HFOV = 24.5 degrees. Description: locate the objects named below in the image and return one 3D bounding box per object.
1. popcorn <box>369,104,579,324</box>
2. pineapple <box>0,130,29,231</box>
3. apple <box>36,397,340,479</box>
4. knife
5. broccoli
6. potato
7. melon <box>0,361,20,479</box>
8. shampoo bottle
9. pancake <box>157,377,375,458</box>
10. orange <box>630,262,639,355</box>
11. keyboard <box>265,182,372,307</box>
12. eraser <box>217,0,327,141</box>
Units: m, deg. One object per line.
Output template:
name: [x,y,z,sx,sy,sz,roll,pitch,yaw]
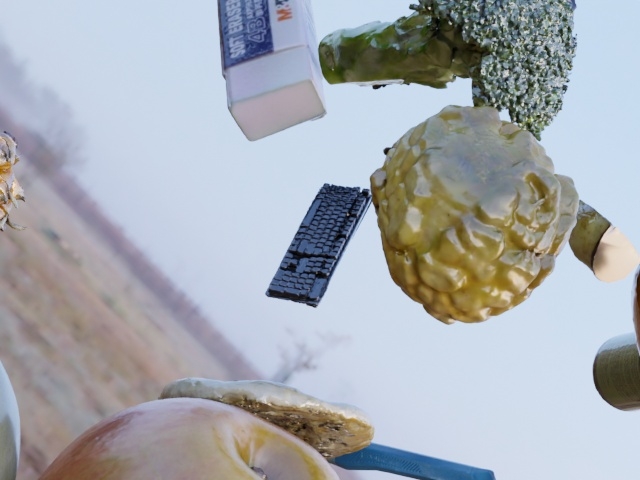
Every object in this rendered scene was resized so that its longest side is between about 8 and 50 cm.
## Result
popcorn: [0.171,-0.036,1.651,0.250,0.250,0.190,40,-19,20]
pineapple: [-0.557,-0.010,2.014,0.209,0.286,0.344,44,-38,-6]
apple: [-0.140,0.338,1.559,0.364,0.364,0.364,42,-9,8]
knife: [0.090,0.273,1.807,0.296,0.044,0.026,8,2,38]
broccoli: [0.148,-0.275,1.866,0.361,0.221,0.252,17,-48,36]
potato: [0.367,0.000,1.999,0.096,0.066,0.103,48,0,-36]
melon: [-0.437,0.197,1.492,0.268,0.268,0.330,51,14,-41]
shampoo bottle: [0.423,0.151,1.785,0.101,0.101,0.284,43,-14,-1]
pancake: [-0.069,0.214,1.760,0.282,0.049,0.282,10,-21,4]
orange: [0.430,0.060,1.446,0.274,0.274,0.310,69,13,-70]
keyboard: [0.000,-0.001,1.819,0.072,0.231,0.023,12,-50,13]
eraser: [-0.071,-0.279,2.062,0.086,0.130,0.287,60,15,-46]
